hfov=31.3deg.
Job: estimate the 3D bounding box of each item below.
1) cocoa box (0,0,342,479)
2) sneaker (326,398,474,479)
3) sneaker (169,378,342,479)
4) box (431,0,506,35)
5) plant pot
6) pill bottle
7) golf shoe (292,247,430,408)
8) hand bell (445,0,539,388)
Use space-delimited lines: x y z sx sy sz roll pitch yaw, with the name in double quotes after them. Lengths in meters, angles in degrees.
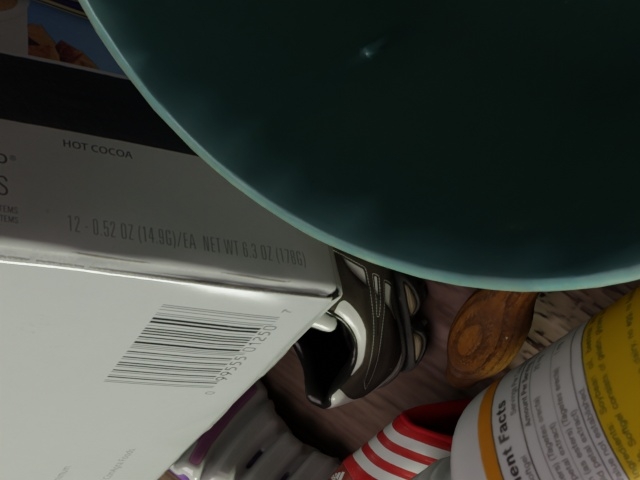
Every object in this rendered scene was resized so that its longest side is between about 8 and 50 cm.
-0.185 0.007 0.628 0.347 0.231 0.228 -48 43 44 "cocoa box"
0.099 0.178 0.668 0.221 0.128 0.087 41 -174 -33 "sneaker"
-0.050 0.163 0.774 0.236 0.095 0.105 37 140 13 "sneaker"
0.044 -0.090 0.552 0.081 0.028 0.136 38 169 14 "box"
0.084 -0.165 0.367 0.293 0.235 0.293 19 125 29 "plant pot"
0.147 0.101 0.515 0.245 0.136 0.136 -40 89 32 "pill bottle"
0.000 0.000 0.631 0.077 0.094 0.198 -9 108 42 "golf shoe"
0.108 0.009 0.568 0.126 0.126 0.242 37 146 14 "hand bell"
